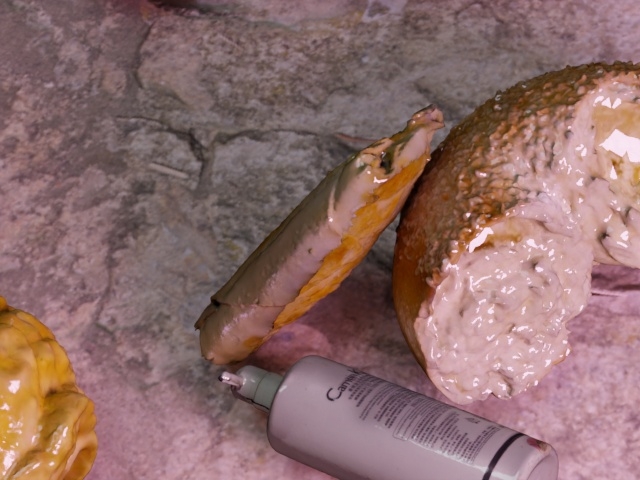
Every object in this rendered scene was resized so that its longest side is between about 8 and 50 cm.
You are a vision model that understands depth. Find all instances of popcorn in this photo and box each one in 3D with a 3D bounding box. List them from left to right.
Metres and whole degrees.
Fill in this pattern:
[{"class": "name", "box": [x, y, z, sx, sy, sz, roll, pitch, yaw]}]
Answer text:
[{"class": "popcorn", "box": [-0.286, 0.150, 1.536, 0.250, 0.190, 0.250, -16, 49, 20]}]

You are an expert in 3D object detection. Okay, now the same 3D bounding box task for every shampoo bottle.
[{"class": "shampoo bottle", "box": [0.047, 0.149, 1.493, 0.262, 0.085, 0.085, 20, 65, 27]}]

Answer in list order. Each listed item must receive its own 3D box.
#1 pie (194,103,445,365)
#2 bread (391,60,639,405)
[{"class": "pie", "box": [0.000, 0.000, 1.515, 0.068, 0.282, 0.128, 44, 41, 5]}, {"class": "bread", "box": [0.176, -0.040, 1.511, 0.314, 0.171, 0.192, -35, 37, 8]}]
